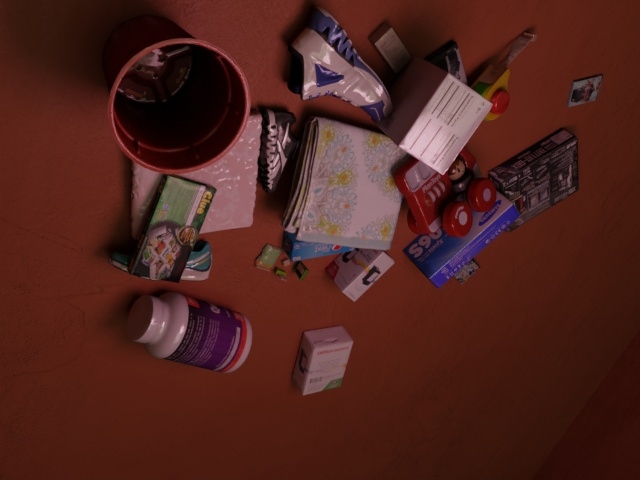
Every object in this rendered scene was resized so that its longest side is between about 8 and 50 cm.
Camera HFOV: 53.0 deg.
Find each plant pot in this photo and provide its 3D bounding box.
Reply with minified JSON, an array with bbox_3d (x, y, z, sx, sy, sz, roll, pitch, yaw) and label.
[{"bbox_3d":[-0.314,-0.317,1.298,0.272,0.265,0.273,-16,130,-20],"label":"plant pot"}]

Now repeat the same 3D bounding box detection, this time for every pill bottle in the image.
[{"bbox_3d":[-0.356,0.249,1.762,0.322,0.181,0.181,25,108,-41],"label":"pill bottle"}]

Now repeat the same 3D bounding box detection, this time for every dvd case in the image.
[{"bbox_3d":[0.844,-0.478,2.048,0.119,0.013,0.087,-17,130,-21],"label":"dvd case"},{"bbox_3d":[0.328,-0.406,1.782,0.179,0.030,0.239,-34,135,-4],"label":"dvd case"}]

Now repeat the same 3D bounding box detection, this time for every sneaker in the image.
[{"bbox_3d":[-0.408,0.040,1.650,0.275,0.107,0.110,2,103,-38],"label":"sneaker"},{"bbox_3d":[0.022,-0.391,1.556,0.182,0.127,0.315,-41,127,7],"label":"sneaker"},{"bbox_3d":[-0.101,-0.225,1.627,0.106,0.078,0.234,-10,126,-22],"label":"sneaker"}]

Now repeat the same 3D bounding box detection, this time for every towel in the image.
[{"bbox_3d":[-0.305,-0.160,1.572,0.316,0.053,0.332,-9,128,-27],"label":"towel"},{"bbox_3d":[0.084,-0.144,1.724,0.374,0.090,0.321,7,101,-39],"label":"towel"}]

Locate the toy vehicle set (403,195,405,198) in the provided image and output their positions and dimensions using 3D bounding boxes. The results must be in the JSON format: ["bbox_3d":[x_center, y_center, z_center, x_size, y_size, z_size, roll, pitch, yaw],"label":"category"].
[{"bbox_3d":[0.325,-0.187,1.942,0.266,0.035,0.166,21,111,-40],"label":"toy vehicle set"}]

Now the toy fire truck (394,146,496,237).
[{"bbox_3d":[0.349,-0.163,1.823,0.302,0.169,0.254,-42,119,-29],"label":"toy fire truck"}]

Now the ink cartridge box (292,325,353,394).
[{"bbox_3d":[0.007,0.401,2.159,0.154,0.093,0.213,-6,128,-28],"label":"ink cartridge box"}]

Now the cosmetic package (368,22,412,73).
[{"bbox_3d":[0.176,-0.485,1.621,0.060,0.041,0.115,-42,134,5],"label":"cosmetic package"}]

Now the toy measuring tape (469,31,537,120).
[{"bbox_3d":[0.504,-0.437,1.798,0.330,0.121,0.121,-48,136,-14],"label":"toy measuring tape"}]

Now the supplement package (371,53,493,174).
[{"bbox_3d":[0.267,-0.318,1.597,0.145,0.262,0.204,27,107,-21],"label":"supplement package"}]

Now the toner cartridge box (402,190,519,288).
[{"bbox_3d":[0.446,-0.023,2.051,0.348,0.165,0.075,-43,134,4],"label":"toner cartridge box"}]

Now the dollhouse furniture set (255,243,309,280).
[{"bbox_3d":[-0.110,0.072,1.861,0.151,0.058,0.076,21,110,-40],"label":"dollhouse furniture set"}]

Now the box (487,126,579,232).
[{"bbox_3d":[0.716,-0.197,2.142,0.307,0.076,0.242,-31,134,-7],"label":"box"}]

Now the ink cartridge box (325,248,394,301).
[{"bbox_3d":[0.119,0.077,1.955,0.175,0.127,0.072,-45,131,5],"label":"ink cartridge box"}]

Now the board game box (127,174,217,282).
[{"bbox_3d":[-0.359,-0.026,1.554,0.136,0.030,0.260,17,103,-37],"label":"board game box"}]

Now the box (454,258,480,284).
[{"bbox_3d":[0.499,0.089,2.262,0.094,0.027,0.137,-43,134,6],"label":"box"}]

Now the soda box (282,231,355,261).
[{"bbox_3d":[0.000,0.000,1.863,0.210,0.071,0.067,-9,128,-26],"label":"soda box"}]
